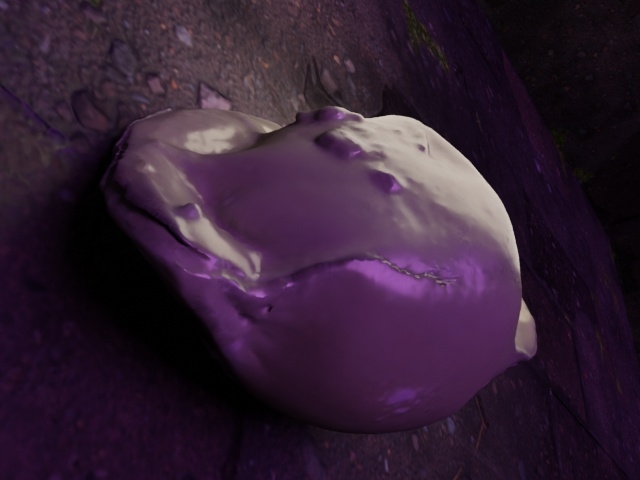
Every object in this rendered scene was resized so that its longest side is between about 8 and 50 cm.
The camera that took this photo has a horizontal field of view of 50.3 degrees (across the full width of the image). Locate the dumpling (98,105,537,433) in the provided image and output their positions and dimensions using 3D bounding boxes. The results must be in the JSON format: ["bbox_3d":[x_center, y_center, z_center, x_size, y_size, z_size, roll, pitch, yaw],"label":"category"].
[{"bbox_3d":[0.000,0.000,0.545,0.395,0.233,0.315,10,32,-43],"label":"dumpling"}]
